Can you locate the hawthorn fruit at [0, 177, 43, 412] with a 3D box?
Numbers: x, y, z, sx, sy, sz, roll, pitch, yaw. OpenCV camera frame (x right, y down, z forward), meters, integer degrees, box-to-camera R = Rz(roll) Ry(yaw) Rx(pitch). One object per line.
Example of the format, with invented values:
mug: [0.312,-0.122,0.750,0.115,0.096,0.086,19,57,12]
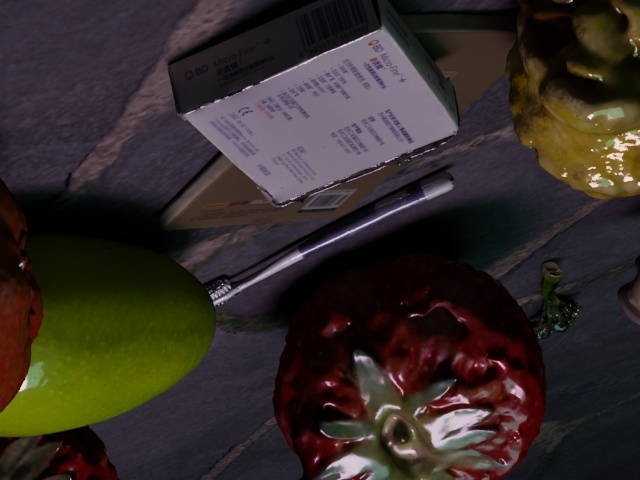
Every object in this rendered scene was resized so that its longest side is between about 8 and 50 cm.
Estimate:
hawthorn fruit: [-0.317,0.043,1.227,0.243,0.207,0.207,-9,159,-8]

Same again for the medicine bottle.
medicine bottle: [0.002,-0.105,1.349,0.171,0.052,0.201,-23,154,14]

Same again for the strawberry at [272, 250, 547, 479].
strawberry: [0.093,0.127,1.891,0.292,0.310,0.291,-4,134,-5]

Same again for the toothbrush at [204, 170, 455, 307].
toothbrush: [0.000,0.000,1.739,0.288,0.024,0.026,-26,147,10]

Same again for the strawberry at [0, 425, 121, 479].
strawberry: [-0.330,0.244,1.837,0.253,0.150,0.280,-3,164,3]

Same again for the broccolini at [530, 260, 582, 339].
broccolini: [0.302,0.083,2.277,0.254,0.057,0.071,71,43,-74]

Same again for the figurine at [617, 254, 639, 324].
figurine: [0.483,-0.029,1.948,0.248,0.203,0.380,-9,158,-45]

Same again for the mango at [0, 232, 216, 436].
mango: [-0.208,0.080,1.502,0.192,0.156,0.343,-30,162,27]

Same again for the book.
book: [0.024,-0.096,1.505,0.217,0.021,0.310,-5,154,-41]

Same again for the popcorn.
popcorn: [0.238,-0.136,1.364,0.226,0.200,0.203,-22,-174,28]
